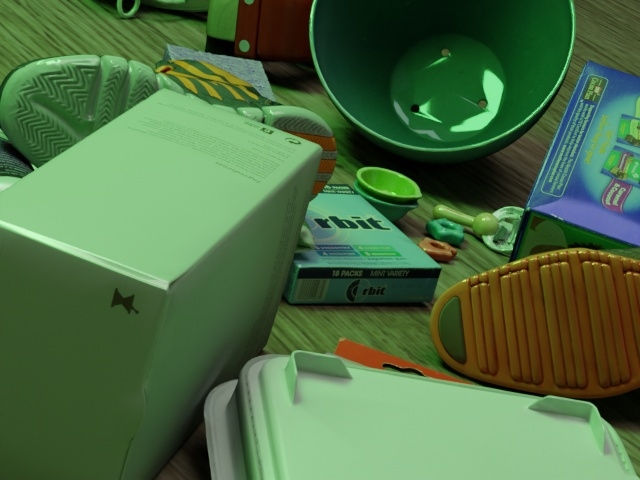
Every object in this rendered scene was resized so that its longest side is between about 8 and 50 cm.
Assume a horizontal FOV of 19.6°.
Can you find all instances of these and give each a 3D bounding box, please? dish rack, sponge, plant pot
[{"bbox_3d":[0.094,0.180,1.291,0.332,0.072,0.285,11,31,-16],"label":"dish rack"},{"bbox_3d":[-0.111,-0.166,2.089,0.117,0.031,0.210,11,23,-15],"label":"sponge"},{"bbox_3d":[0.140,-0.206,2.105,0.290,0.290,0.195,21,-13,11],"label":"plant pot"}]

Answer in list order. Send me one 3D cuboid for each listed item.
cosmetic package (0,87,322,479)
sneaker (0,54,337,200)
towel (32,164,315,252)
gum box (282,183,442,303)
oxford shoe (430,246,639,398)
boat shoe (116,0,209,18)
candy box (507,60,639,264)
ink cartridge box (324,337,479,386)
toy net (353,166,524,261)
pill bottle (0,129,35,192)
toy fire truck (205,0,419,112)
[{"bbox_3d":[-0.134,0.035,1.364,0.155,0.197,0.365,21,21,10],"label":"cosmetic package"},{"bbox_3d":[-0.158,-0.102,1.634,0.321,0.125,0.180,13,11,-34],"label":"sneaker"},{"bbox_3d":[-0.167,-0.059,1.728,0.247,0.038,0.325,-6,28,-21],"label":"towel"},{"bbox_3d":[0.000,0.000,1.751,0.157,0.041,0.184,0,27,-32],"label":"gum box"},{"bbox_3d":[0.276,0.065,1.651,0.363,0.130,0.133,-4,3,-2],"label":"oxford shoe"},{"bbox_3d":[-0.253,-0.358,2.313,0.367,0.136,0.156,15,21,1],"label":"boat shoe"},{"bbox_3d":[0.374,-0.019,1.853,0.317,0.122,0.268,19,44,10],"label":"candy box"},{"bbox_3d":[0.071,0.121,1.508,0.145,0.045,0.179,19,24,5],"label":"ink cartridge box"},{"bbox_3d":[0.147,-0.019,1.898,0.232,0.045,0.122,8,23,-21],"label":"toy net"},{"bbox_3d":[-0.271,-0.017,1.507,0.108,0.108,0.193,5,24,-27],"label":"pill bottle"},{"bbox_3d":[0.007,-0.248,2.257,0.246,0.159,0.217,15,19,26],"label":"toy fire truck"}]
